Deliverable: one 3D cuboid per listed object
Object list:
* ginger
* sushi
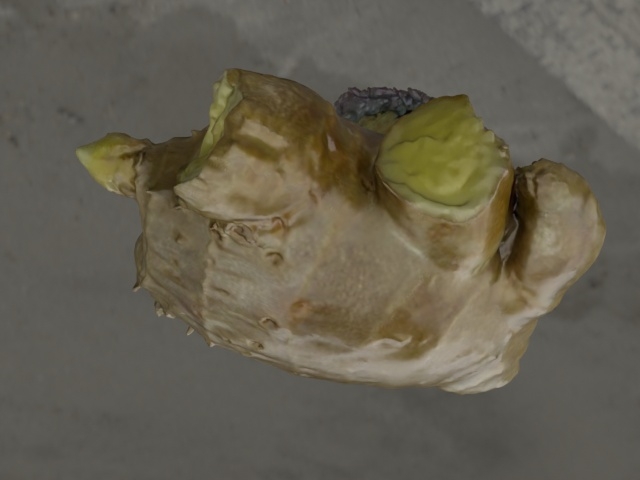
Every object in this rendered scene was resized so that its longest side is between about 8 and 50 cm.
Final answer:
[{"bbox_3d":[0.000,0.000,0.767,0.216,0.102,0.157,17,147,-6],"label":"ginger"},{"bbox_3d":[0.073,-0.058,1.791,0.107,0.241,0.161,27,84,-33],"label":"sushi"}]
